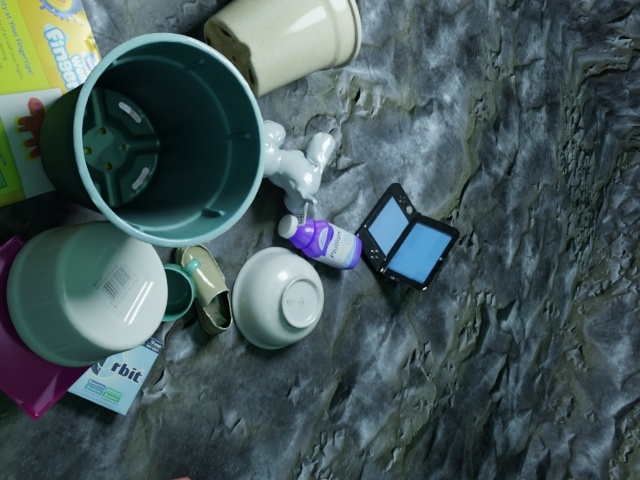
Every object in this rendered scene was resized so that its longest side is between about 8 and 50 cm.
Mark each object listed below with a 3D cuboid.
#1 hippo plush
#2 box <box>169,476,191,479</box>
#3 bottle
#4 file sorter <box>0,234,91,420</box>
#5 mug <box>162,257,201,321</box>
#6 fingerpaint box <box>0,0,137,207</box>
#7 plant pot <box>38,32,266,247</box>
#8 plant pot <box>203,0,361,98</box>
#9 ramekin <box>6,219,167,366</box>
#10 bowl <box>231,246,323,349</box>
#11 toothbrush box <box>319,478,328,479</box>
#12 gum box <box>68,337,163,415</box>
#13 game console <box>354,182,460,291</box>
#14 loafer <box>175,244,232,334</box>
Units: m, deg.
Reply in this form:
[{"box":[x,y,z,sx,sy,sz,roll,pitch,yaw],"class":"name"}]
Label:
[{"box":[-0.118,-0.192,1.552,0.236,0.234,0.294,23,54,-8],"class":"hippo plush"},{"box":[-0.343,0.651,1.358,0.130,0.170,0.091,7,88,-41],"class":"box"},{"box":[0.000,0.000,1.695,0.282,0.092,0.118,25,74,-38],"class":"bottle"},{"box":[-0.605,0.163,1.116,0.202,0.182,0.291,-49,121,-31],"class":"file sorter"},{"box":[-0.353,0.117,1.363,0.157,0.097,0.130,-13,97,-5],"class":"mug"},{"box":[-0.623,-0.307,1.105,0.371,0.163,0.445,-28,111,-36],"class":"fingerpaint box"},{"box":[-0.334,-0.173,1.038,0.341,0.334,0.341,-6,100,-41],"class":"plant pot"},{"box":[-0.117,-0.533,1.465,0.305,0.333,0.334,-39,115,-22],"class":"plant pot"},{"box":[-0.425,0.094,1.077,0.277,0.135,0.277,31,53,-51],"class":"ramekin"},{"box":[-0.090,0.167,1.595,0.297,0.134,0.298,0,90,-41],"class":"bowl"},{"box":[-0.062,0.838,1.635,0.295,0.126,0.217,9,85,-42],"class":"toothbrush box"},{"box":[-0.479,0.290,1.320,0.157,0.041,0.184,40,65,-34],"class":"gum box"},{"box":[0.293,-0.019,1.896,0.293,0.173,0.250,-53,122,-28],"class":"game console"},{"box":[-0.285,0.119,1.451,0.102,0.092,0.269,-32,111,-36],"class":"loafer"}]
